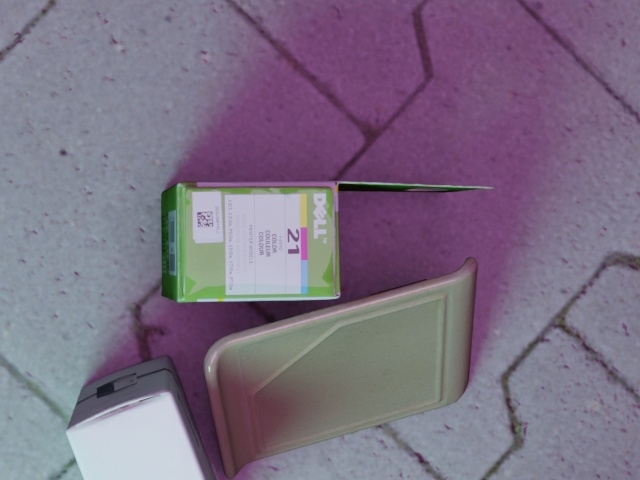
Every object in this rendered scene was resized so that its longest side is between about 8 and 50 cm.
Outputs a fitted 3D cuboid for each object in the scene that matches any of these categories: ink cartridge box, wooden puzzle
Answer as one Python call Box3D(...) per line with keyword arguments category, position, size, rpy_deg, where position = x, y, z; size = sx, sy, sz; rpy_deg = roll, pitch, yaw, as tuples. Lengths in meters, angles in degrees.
Box3D(category="ink cartridge box", position=(-0.136, 0.191, 1.409), size=(0.092, 0.218, 0.159), rpy_deg=(-20, 95, -2))
Box3D(category="wooden puzzle", position=(0.018, 0.104, 1.450), size=(0.238, 0.221, 0.044), rpy_deg=(-19, 59, -9))
Box3D(category="ink cartridge box", position=(0.000, 0.000, 1.436), size=(0.255, 0.189, 0.097), rpy_deg=(0, 90, -9))
